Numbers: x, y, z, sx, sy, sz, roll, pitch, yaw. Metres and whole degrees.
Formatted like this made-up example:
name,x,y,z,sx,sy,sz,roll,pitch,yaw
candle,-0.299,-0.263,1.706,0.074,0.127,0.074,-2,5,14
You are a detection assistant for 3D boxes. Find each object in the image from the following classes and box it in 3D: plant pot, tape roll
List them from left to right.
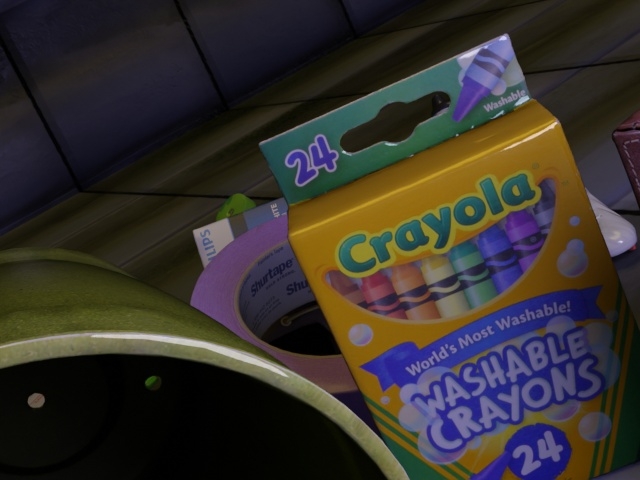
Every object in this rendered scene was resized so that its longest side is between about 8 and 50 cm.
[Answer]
name,x,y,z,sx,sy,sz,roll,pitch,yaw
plant pot,-0.165,0.165,0.671,0.367,0.366,0.353,-28,24,-9
tape roll,0.018,0.079,1.049,0.275,0.090,0.274,-6,38,5

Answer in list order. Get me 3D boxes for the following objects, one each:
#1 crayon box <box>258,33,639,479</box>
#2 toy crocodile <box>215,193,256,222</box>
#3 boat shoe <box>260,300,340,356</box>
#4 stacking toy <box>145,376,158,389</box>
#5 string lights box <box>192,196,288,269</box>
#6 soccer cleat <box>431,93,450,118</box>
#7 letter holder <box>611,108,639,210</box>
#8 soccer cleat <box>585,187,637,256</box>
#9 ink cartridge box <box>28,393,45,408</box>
name,x,y,z,sx,sy,sz,roll,pitch,yaw
crayon box,0.110,0.041,0.804,0.203,0.323,0.083,-24,17,6
toy crocodile,-0.050,-0.007,1.560,0.341,0.115,0.105,-11,55,42
boat shoe,-0.001,0.087,1.221,0.324,0.116,0.096,-18,60,-4
stacking toy,-0.222,0.144,1.453,0.167,0.052,0.221,-39,23,-34
string lights box,0.000,0.000,1.256,0.260,0.076,0.133,-20,-26,1
soccer cleat,0.222,-0.126,1.552,0.116,0.143,0.331,-14,-4,17
letter holder,0.319,0.039,0.548,0.152,0.301,0.214,-34,19,-29
soccer cleat,0.280,-0.027,1.200,0.068,0.076,0.196,-26,17,-4
ink cartridge box,-0.353,0.216,1.387,0.181,0.061,0.104,-15,20,32
